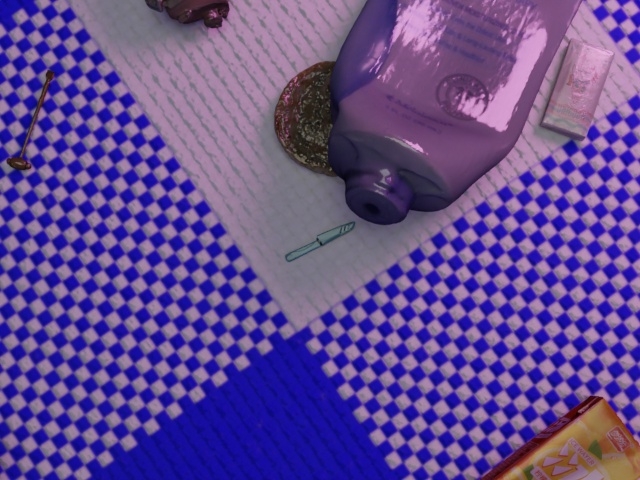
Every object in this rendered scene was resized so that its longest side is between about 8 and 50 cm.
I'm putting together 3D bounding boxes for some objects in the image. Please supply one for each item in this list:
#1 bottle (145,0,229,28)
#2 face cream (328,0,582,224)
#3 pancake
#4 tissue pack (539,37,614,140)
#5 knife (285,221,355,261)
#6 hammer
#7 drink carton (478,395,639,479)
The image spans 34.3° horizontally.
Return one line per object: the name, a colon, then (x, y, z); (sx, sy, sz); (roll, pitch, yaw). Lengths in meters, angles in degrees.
bottle: (-0.160, -0.312, 1.181); (0.099, 0.099, 0.152); (-20, 88, -2)
face cream: (0.141, -0.203, 1.160); (0.234, 0.137, 0.420); (26, 70, 4)
pancake: (0.015, -0.141, 1.195); (0.139, 0.022, 0.140); (0, 83, -4)
tissue pack: (0.297, -0.174, 1.197); (0.056, 0.023, 0.108); (19, 84, 2)
knife: (0.000, 0.000, 1.190); (0.091, 0.005, 0.014); (-26, 86, -3)
hammer: (-0.333, -0.140, 1.203); (0.029, 0.014, 0.123); (18, 83, -7)
drink carton: (0.243, 0.272, 1.129); (0.223, 0.071, 0.096); (-36, 84, -3)
